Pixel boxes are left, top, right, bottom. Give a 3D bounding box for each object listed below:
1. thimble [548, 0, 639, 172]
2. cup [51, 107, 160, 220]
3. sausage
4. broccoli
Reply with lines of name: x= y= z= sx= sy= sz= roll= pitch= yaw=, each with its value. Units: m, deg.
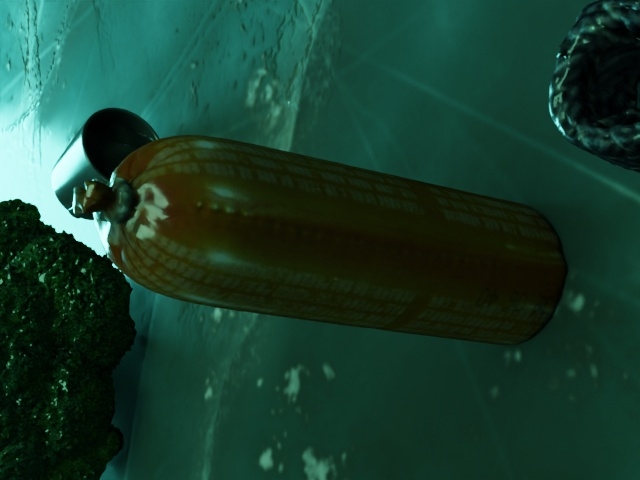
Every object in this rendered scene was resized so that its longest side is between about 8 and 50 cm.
thimble: x=0.181 y=-0.083 z=0.756 sx=0.104 sy=0.066 sz=0.095 roll=43 pitch=114 yaw=45
cup: x=-0.190 y=-0.054 z=1.190 sx=0.077 sy=0.078 sz=0.100 roll=-36 pitch=20 yaw=46
sausage: x=0.000 y=0.000 z=0.769 sx=0.093 sy=0.312 sz=0.093 roll=-14 pitch=71 yaw=48
broccoli: x=-0.290 y=0.116 z=1.206 sx=0.294 sy=0.265 sz=0.245 roll=-63 pitch=8 yaw=13
